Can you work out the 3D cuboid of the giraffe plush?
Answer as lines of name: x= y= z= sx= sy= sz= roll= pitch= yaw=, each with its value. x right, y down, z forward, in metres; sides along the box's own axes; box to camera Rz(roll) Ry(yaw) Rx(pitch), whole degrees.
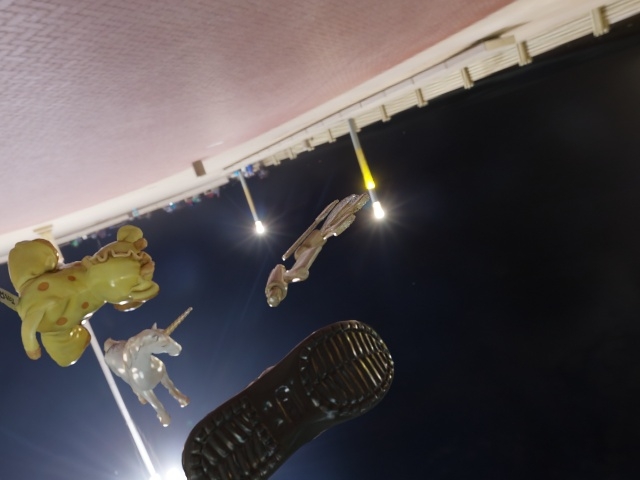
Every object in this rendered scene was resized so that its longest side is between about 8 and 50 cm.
giraffe plush: x=-0.316 y=0.059 z=0.626 sx=0.170 sy=0.181 sz=0.210 roll=-22 pitch=174 yaw=-18

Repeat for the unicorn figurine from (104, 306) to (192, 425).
unicorn figurine: x=-0.178 y=0.131 z=0.461 sx=0.161 sy=0.111 sz=0.060 roll=-6 pitch=-149 yaw=32

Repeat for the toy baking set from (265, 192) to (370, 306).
toy baking set: x=-0.005 y=0.005 z=0.663 sx=0.197 sy=0.030 sz=0.256 roll=-44 pitch=-171 yaw=2

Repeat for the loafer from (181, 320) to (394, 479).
loafer: x=-0.025 y=0.136 z=0.390 sx=0.220 sy=0.080 sz=0.078 roll=-18 pitch=165 yaw=-39
